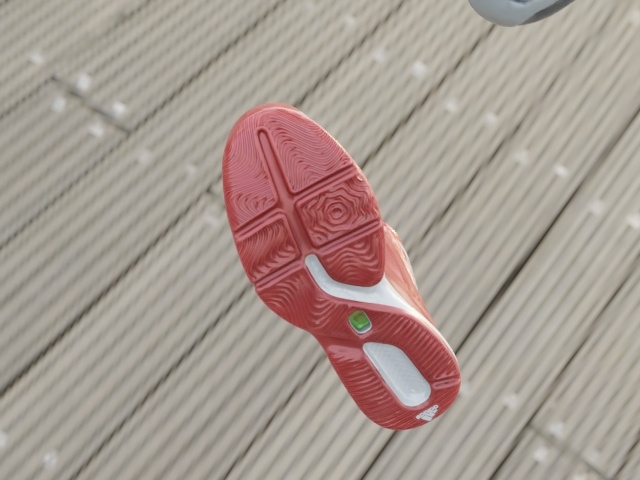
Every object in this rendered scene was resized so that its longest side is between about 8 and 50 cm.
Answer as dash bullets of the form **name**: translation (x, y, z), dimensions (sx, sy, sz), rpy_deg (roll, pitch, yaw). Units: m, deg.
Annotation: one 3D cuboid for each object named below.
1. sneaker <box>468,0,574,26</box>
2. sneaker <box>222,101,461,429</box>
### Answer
- **sneaker**: translation (0.166, -0.220, 1.110), dimensions (0.101, 0.106, 0.267), rpy_deg (29, 75, 15)
- **sneaker**: translation (0.000, 0.000, 1.140), dimensions (0.087, 0.221, 0.128), rpy_deg (-26, 28, 1)
